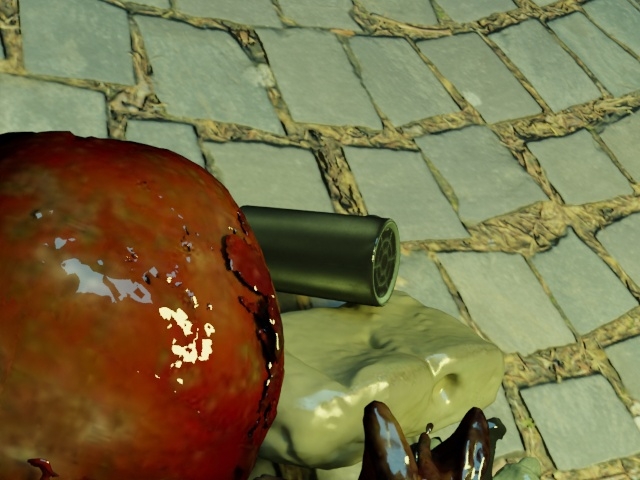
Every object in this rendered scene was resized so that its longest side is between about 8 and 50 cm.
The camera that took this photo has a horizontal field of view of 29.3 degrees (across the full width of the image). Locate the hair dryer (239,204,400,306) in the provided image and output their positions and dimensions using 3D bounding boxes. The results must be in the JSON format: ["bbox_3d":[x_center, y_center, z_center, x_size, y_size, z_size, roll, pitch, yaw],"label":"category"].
[{"bbox_3d":[0.000,0.000,1.172,0.195,0.078,0.248,7,8,21],"label":"hair dryer"}]

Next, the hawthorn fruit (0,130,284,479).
[{"bbox_3d":[-0.165,0.059,0.857,0.316,0.316,0.316,18,43,-17],"label":"hawthorn fruit"}]

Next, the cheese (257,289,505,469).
[{"bbox_3d":[0.028,0.117,1.032,0.263,0.093,0.159,-10,21,-41],"label":"cheese"}]

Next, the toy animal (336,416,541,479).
[{"bbox_3d":[0.106,0.221,1.008,0.225,0.094,0.121,-11,75,-48],"label":"toy animal"}]

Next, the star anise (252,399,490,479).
[{"bbox_3d":[0.068,0.238,0.860,0.272,0.272,0.102,10,5,-25],"label":"star anise"}]
